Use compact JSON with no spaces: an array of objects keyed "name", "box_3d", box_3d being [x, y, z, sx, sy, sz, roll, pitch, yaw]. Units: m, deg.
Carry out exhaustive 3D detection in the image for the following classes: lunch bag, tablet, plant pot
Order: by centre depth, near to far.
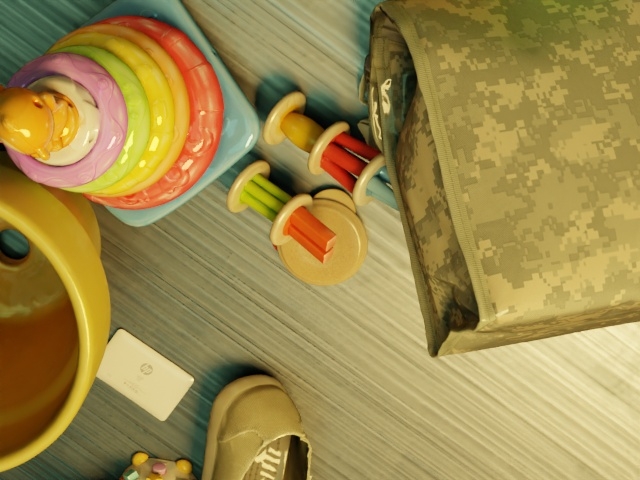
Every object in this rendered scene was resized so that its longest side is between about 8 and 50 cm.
[{"name":"lunch bag","box_3d":[0.176,-0.072,1.563,0.235,0.169,0.287,-10,79,-15]},{"name":"plant pot","box_3d":[-0.287,0.035,1.655,0.254,0.239,0.254,2,110,7]},{"name":"tablet","box_3d":[-0.162,0.122,1.795,0.083,0.006,0.054,35,110,-6]}]

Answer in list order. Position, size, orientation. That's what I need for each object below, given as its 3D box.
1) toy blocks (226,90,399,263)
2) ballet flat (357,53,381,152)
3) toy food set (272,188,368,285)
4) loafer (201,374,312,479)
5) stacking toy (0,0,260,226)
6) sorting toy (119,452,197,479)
[{"name":"toy blocks","box_3d":[0.007,-0.036,1.660,0.148,0.054,0.123,36,109,21]},{"name":"ballet flat","box_3d":[0.051,-0.108,1.674,0.041,0.041,0.114,1,109,7]},{"name":"toy food set","box_3d":[0.000,0.000,1.723,0.082,0.020,0.083,-22,106,14]},{"name":"loafer","box_3d":[-0.061,0.257,1.770,0.102,0.092,0.269,-6,111,-22]},{"name":"stacking toy","box_3d":[-0.186,-0.096,1.555,0.165,0.302,0.175,-35,87,17]},{"name":"sorting toy","box_3d":[-0.151,0.231,1.795,0.083,0.075,0.045,8,111,4]}]
